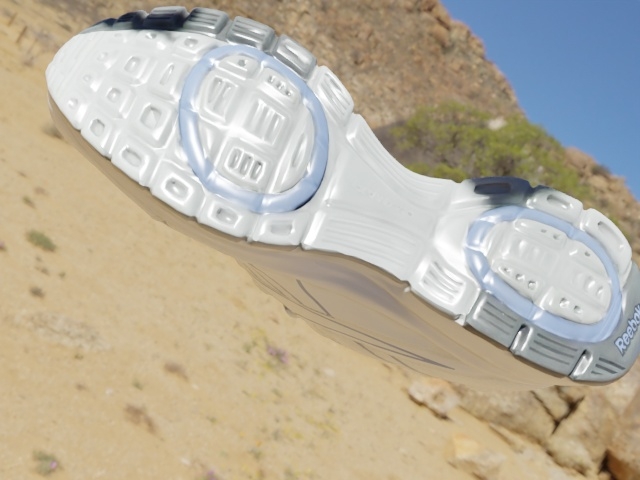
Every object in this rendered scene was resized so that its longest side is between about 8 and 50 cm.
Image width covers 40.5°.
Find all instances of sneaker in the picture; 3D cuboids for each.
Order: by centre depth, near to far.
[{"bbox_3d":[0.000,0.000,0.418,0.297,0.111,0.129,31,-31,-3],"label":"sneaker"}]
